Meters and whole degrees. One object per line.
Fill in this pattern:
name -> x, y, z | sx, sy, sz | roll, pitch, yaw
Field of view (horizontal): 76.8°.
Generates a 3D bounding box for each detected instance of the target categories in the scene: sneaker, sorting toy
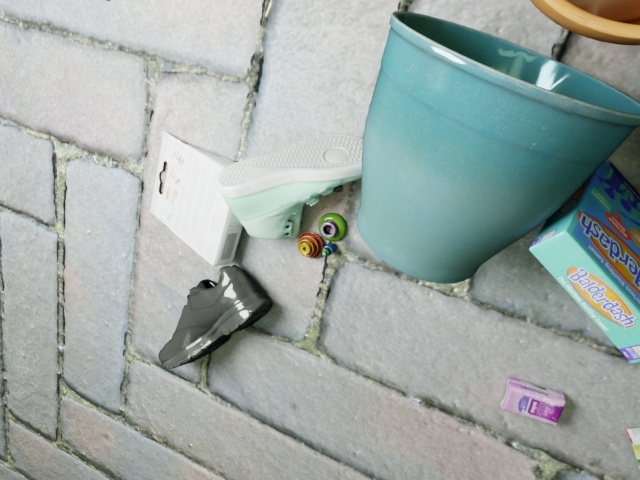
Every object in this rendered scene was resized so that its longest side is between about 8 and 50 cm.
sneaker -> -0.227, 0.152, 0.806 | 0.286, 0.109, 0.130 | -36, 80, 19
sorting toy -> 0.000, 0.000, 0.694 | 0.102, 0.042, 0.061 | -41, 87, 25
sneaker -> -0.024, -0.081, 0.673 | 0.256, 0.094, 0.151 | -12, 140, 4

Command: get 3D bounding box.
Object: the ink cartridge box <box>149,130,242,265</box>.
ink cartridge box -> -0.232, -0.084, 0.770 | 0.224, 0.056, 0.181 | 34, 116, 30

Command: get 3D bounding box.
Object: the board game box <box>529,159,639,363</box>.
board game box -> 0.343, 0.008, 0.469 | 0.160, 0.210, 0.047 | 49, 142, 2

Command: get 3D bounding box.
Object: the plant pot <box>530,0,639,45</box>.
plant pot -> 0.326, -0.330, 0.384 | 0.291, 0.203, 0.291 | 6, 106, 21

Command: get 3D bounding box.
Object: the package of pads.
package of pads -> 0.334, 0.254, 0.638 | 0.083, 0.032, 0.050 | 13, 112, 18

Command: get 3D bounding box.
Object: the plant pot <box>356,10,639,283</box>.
plant pot -> 0.166, -0.095, 0.493 | 0.271, 0.271, 0.255 | 29, 127, 12

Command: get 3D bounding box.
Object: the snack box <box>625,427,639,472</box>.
snack box -> 0.533, 0.313, 0.573 | 0.141, 0.037, 0.100 | -20, 98, 25
